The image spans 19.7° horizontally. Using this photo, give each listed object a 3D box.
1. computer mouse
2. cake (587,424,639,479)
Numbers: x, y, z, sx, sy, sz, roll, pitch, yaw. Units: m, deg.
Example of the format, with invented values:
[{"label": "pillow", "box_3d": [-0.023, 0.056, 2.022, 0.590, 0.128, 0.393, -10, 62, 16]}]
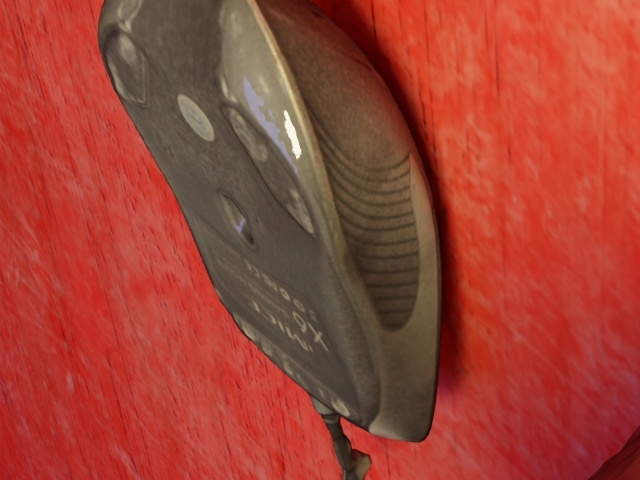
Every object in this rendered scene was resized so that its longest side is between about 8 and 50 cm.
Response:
[{"label": "computer mouse", "box_3d": [0.000, 0.000, 0.895, 0.167, 0.090, 0.379, 39, 156, 37]}, {"label": "cake", "box_3d": [0.134, 0.185, 0.595, 0.237, 0.309, 0.230, 48, 158, 13]}]
